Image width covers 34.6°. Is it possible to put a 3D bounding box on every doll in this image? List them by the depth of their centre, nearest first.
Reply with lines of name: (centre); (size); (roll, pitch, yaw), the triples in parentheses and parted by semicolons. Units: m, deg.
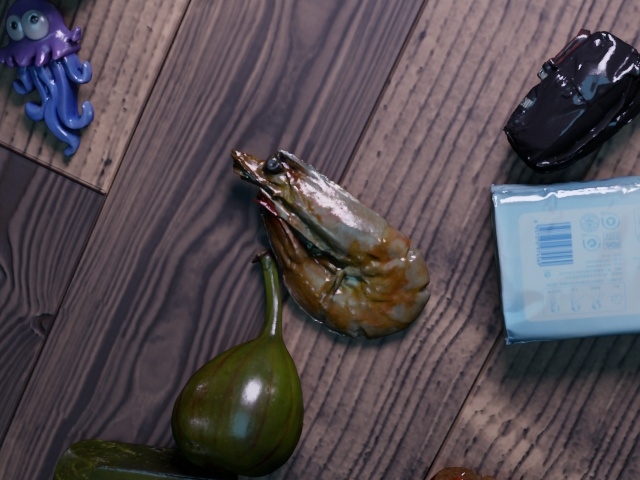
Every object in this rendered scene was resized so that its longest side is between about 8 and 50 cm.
doll: (-0.314, -0.197, 1.194); (0.110, 0.067, 0.206); (-10, 109, 16)

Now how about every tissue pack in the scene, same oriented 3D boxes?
tissue pack: (0.328, 0.015, 1.151); (0.263, 0.089, 0.177); (-5, 100, 4)

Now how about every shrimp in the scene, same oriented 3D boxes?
shrimp: (0.000, 0.000, 1.195); (0.294, 0.062, 0.154); (45, 106, -4)

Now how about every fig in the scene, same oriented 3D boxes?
fig: (-0.074, 0.150, 1.215); (0.151, 0.151, 0.259); (19, 73, 2)

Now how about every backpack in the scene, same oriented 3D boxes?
backpack: (0.275, -0.151, 1.118); (0.165, 0.120, 0.106); (-39, 72, 10)

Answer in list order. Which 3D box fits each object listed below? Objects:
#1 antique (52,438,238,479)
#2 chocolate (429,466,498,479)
antique: (-0.215, 0.302, 1.253); (0.221, 0.080, 0.081); (5, 101, 4)
chocolate: (0.182, 0.325, 1.202); (0.133, 0.124, 0.127); (45, 105, 30)
